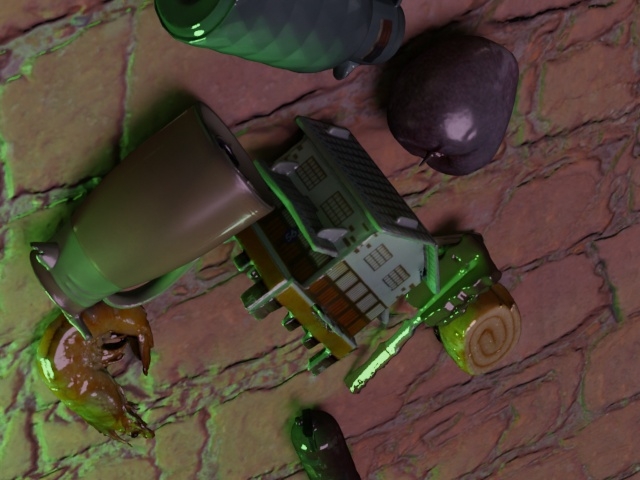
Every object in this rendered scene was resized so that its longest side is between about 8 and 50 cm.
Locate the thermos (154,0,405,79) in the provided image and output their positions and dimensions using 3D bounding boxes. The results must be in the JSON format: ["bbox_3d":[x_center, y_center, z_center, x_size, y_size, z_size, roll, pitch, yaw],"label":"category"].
[{"bbox_3d":[-0.021,-0.263,1.711,0.286,0.145,0.182,8,127,-44],"label":"thermos"}]

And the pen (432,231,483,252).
[{"bbox_3d":[0.134,0.008,2.185,0.204,0.025,0.025,-5,130,-34],"label":"pen"}]

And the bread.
[{"bbox_3d":[0.228,0.119,2.335,0.122,0.073,0.149,-35,143,-14],"label":"bread"}]

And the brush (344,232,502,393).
[{"bbox_3d":[0.127,0.110,2.227,0.071,0.084,0.301,8,135,-48],"label":"brush"}]

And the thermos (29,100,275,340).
[{"bbox_3d":[-0.191,-0.014,1.820,0.265,0.146,0.176,-36,137,9],"label":"thermos"}]

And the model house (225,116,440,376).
[{"bbox_3d":[0.000,0.000,1.923,0.215,0.224,0.198,-37,139,2],"label":"model house"}]

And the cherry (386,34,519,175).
[{"bbox_3d":[0.158,-0.165,1.953,0.176,0.140,0.176,-30,130,-43],"label":"cherry"}]

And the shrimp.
[{"bbox_3d":[-0.258,0.161,1.993,0.150,0.068,0.249,-34,136,-15],"label":"shrimp"}]

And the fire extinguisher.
[{"bbox_3d":[0.009,0.317,2.330,0.072,0.089,0.268,-13,140,6],"label":"fire extinguisher"}]
